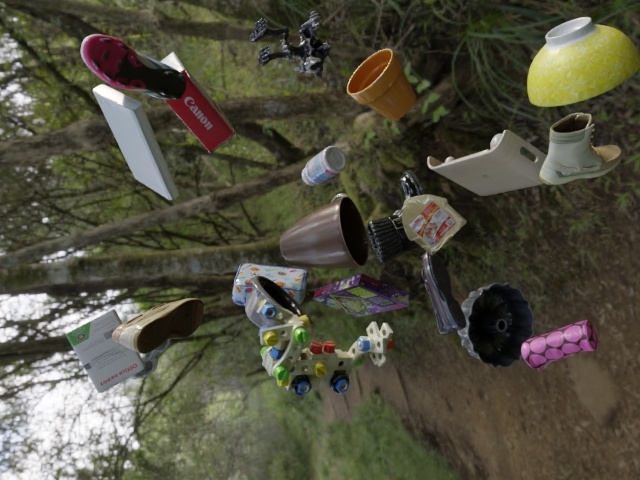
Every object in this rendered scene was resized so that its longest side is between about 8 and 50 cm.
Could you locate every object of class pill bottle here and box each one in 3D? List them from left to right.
[{"bbox_3d":[0.007,-0.229,1.775,0.160,0.087,0.087,-27,66,56],"label":"pill bottle"}]

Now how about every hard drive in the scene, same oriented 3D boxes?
[{"bbox_3d":[-0.518,-0.273,1.598,0.203,0.040,0.307,29,148,33],"label":"hard drive"}]

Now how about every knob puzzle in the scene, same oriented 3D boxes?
[{"bbox_3d":[0.358,-0.073,1.876,0.030,0.213,0.213,-41,-50,-58],"label":"knob puzzle"}]

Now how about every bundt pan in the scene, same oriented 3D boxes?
[{"bbox_3d":[0.666,0.326,2.194,0.124,0.331,0.331,172,92,-66],"label":"bundt pan"}]

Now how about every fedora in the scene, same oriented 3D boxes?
[{"bbox_3d":[-0.163,0.240,1.918,0.244,0.124,0.275,34,-173,-45],"label":"fedora"}]

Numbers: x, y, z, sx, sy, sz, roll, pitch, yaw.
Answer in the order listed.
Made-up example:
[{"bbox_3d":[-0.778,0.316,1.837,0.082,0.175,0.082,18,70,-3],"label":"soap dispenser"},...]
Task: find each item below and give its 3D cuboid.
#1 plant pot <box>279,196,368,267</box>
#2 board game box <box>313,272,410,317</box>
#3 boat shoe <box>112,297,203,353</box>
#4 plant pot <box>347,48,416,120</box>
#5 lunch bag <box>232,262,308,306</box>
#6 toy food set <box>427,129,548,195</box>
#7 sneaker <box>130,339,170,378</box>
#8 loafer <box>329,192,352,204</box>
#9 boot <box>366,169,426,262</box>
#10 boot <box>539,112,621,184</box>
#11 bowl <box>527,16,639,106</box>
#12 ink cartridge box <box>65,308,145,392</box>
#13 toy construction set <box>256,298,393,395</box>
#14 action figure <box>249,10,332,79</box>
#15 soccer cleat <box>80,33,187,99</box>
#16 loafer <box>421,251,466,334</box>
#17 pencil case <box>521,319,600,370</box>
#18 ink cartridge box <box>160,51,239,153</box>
[{"bbox_3d":[0.000,0.000,1.729,0.215,0.230,0.215,47,-145,-49],"label":"plant pot"},{"bbox_3d":[0.139,0.203,2.014,0.347,0.208,0.056,-27,38,60],"label":"board game box"},{"bbox_3d":[-0.479,0.242,1.710,0.341,0.110,0.122,-15,-68,-67],"label":"boat shoe"},{"bbox_3d":[0.230,-0.530,1.981,0.188,0.205,0.205,39,-155,-29],"label":"plant pot"},{"bbox_3d":[-0.195,0.182,2.281,0.243,0.303,0.115,-84,2,-69],"label":"lunch bag"},{"bbox_3d":[0.500,-0.230,1.675,0.306,0.220,0.092,-10,61,58],"label":"toy food set"},{"bbox_3d":[-0.633,0.401,2.059,0.090,0.232,0.115,31,-170,-40],"label":"sneaker"},{"bbox_3d":[0.090,-0.074,2.343,0.092,0.102,0.268,-26,-49,-49],"label":"loafer"},{"bbox_3d":[0.298,-0.101,2.210,0.131,0.260,0.348,71,-177,-63],"label":"boot"},{"bbox_3d":[0.637,-0.230,1.351,0.077,0.213,0.165,-112,8,-45],"label":"boot"},{"bbox_3d":[0.684,-0.498,1.512,0.156,0.289,0.289,61,-171,-25],"label":"bowl"},{"bbox_3d":[-0.684,0.353,1.811,0.219,0.160,0.092,62,164,0],"label":"ink cartridge box"},{"bbox_3d":[0.001,0.253,1.319,0.151,0.327,0.215,-126,45,-73],"label":"toy construction set"},{"bbox_3d":[-0.048,-0.534,1.558,0.141,0.275,0.164,-1,99,51],"label":"action figure"},{"bbox_3d":[-0.520,-0.463,1.535,0.331,0.143,0.116,13,-80,-55],"label":"soccer cleat"},{"bbox_3d":[0.401,0.181,1.950,0.095,0.109,0.302,-39,56,37],"label":"loafer"},{"bbox_3d":[0.695,0.306,1.630,0.095,0.209,0.098,-25,-96,-50],"label":"pencil case"},{"bbox_3d":[-0.454,-0.481,2.026,0.309,0.130,0.272,51,-177,-41],"label":"ink cartridge box"}]
